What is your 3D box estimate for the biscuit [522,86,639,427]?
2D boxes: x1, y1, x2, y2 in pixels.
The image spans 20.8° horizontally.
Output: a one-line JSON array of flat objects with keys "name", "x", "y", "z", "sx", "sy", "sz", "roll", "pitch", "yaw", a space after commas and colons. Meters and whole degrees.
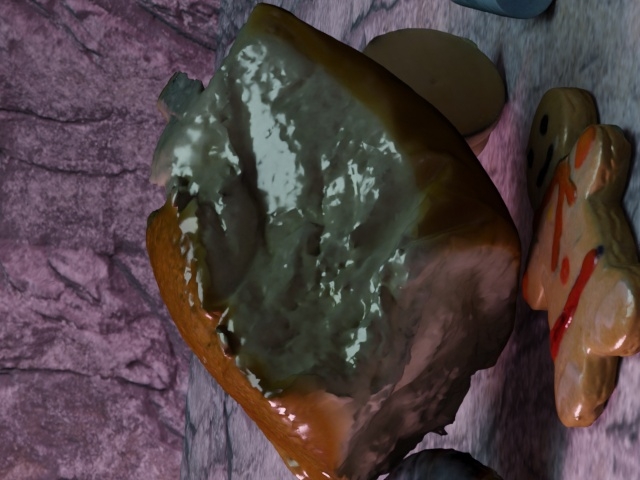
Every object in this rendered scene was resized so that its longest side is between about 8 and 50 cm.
[{"name": "biscuit", "x": 0.156, "y": -0.003, "z": 1.072, "sx": 0.153, "sy": 0.030, "sz": 0.234, "roll": 112, "pitch": 161, "yaw": -47}]

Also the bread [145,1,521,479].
[{"name": "bread", "x": 0.000, "y": 0.000, "z": 1.154, "sx": 0.279, "sy": 0.225, "sz": 0.250, "roll": 49, "pitch": 172, "yaw": 23}]

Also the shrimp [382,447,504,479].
[{"name": "shrimp", "x": 0.023, "y": 0.283, "z": 1.191, "sx": 0.137, "sy": 0.172, "sz": 0.372, "roll": 41, "pitch": 129, "yaw": 24}]

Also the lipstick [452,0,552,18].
[{"name": "lipstick", "x": 0.128, "y": -0.190, "z": 1.275, "sx": 0.158, "sy": 0.048, "sz": 0.048, "roll": -131, "pitch": 49, "yaw": -76}]

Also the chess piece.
[{"name": "chess piece", "x": 0.041, "y": 0.001, "z": 1.432, "sx": 0.397, "sy": 0.117, "sz": 0.117, "roll": 109, "pitch": 164, "yaw": -50}]
